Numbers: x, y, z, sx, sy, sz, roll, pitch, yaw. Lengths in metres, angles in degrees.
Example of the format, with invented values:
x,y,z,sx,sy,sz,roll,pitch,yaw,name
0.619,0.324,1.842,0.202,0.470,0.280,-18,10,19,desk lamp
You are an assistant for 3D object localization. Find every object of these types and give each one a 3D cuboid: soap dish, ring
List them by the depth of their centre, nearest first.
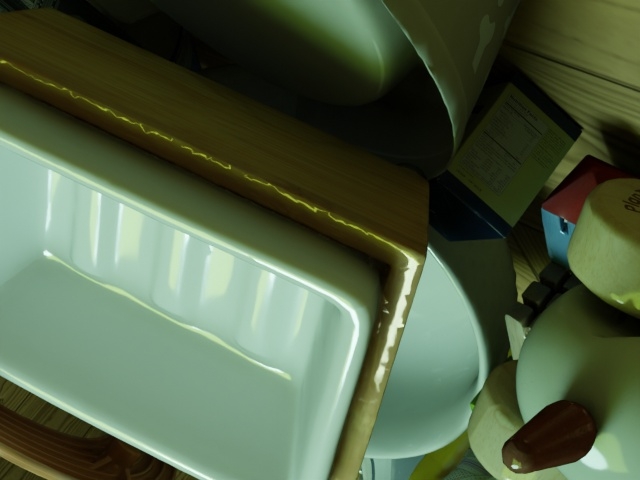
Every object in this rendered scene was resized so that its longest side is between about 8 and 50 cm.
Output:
x,y,z,sx,sy,sz,roll,pitch,yaw,name
-0.084,0.011,0.835,0.291,0.118,0.229,26,136,12,soap dish
-0.229,0.060,1.033,0.336,0.032,0.336,38,-173,-6,ring

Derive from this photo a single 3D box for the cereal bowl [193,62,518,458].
x,y,z,sx,sy,sz,roll,pitch,yaw,name
0.000,0.000,1.097,0.339,0.141,0.339,23,142,19,cereal bowl

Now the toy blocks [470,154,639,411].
x,y,z,sx,sy,sz,roll,pitch,yaw,name
0.244,0.075,0.811,0.381,0.191,0.261,28,153,34,toy blocks

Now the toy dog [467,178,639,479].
x,y,z,sx,sy,sz,roll,pitch,yaw,name
0.206,0.106,0.631,0.334,0.161,0.220,9,116,26,toy dog

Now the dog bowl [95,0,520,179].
x,y,z,sx,sy,sz,roll,pitch,yaw,name
-0.045,-0.180,0.783,0.349,0.102,0.349,35,166,10,dog bowl

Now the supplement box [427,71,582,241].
x,y,z,sx,sy,sz,roll,pitch,yaw,name
0.098,-0.049,0.895,0.056,0.083,0.083,41,167,-14,supplement box

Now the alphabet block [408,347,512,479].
x,y,z,sx,sy,sz,roll,pitch,yaw,name
0.226,0.204,1.198,0.197,0.193,0.192,44,164,-28,alphabet block

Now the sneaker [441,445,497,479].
x,y,z,sx,sy,sz,roll,pitch,yaw,name
0.161,0.153,1.053,0.103,0.252,0.111,56,-175,-32,sneaker

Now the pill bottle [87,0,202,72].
x,y,z,sx,sy,sz,roll,pitch,yaw,name
-0.175,-0.149,1.130,0.152,0.152,0.272,34,168,14,pill bottle

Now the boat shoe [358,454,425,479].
x,y,z,sx,sy,sz,roll,pitch,yaw,name
0.081,0.180,1.362,0.156,0.136,0.367,-153,49,-80,boat shoe

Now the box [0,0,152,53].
x,y,z,sx,sy,sz,roll,pitch,yaw,name
-0.138,-0.019,1.006,0.307,0.076,0.242,38,144,-2,box
